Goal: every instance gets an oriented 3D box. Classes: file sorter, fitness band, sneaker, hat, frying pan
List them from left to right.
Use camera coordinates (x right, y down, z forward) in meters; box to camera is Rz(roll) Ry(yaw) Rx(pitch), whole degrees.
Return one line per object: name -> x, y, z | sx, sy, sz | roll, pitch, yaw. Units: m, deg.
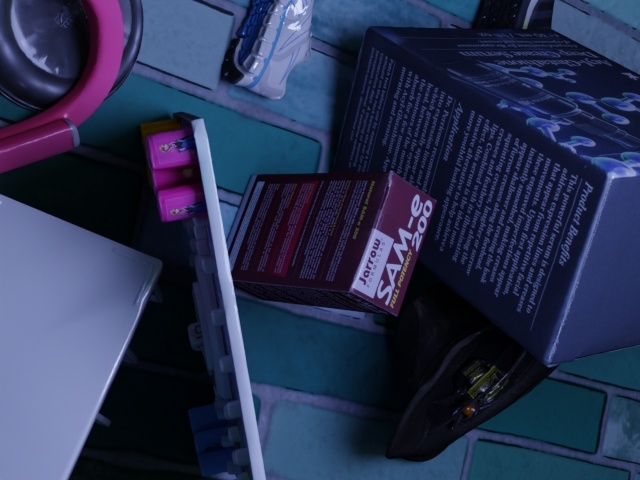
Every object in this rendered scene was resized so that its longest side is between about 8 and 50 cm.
fitness band -> -0.312, -0.161, 1.122 | 0.291, 0.054, 0.209 | -21, 125, -27
file sorter -> -0.278, 0.125, 1.109 | 0.193, 0.173, 0.277 | 22, 76, 3
frying pan -> -0.274, -0.280, 1.207 | 0.197, 0.053, 0.326 | -31, 113, -32
sneaker -> -0.036, -0.242, 1.379 | 0.083, 0.071, 0.190 | 31, 82, -40
hat -> 0.168, 0.122, 1.465 | 0.331, 0.331, 0.134 | -20, 61, -35
sneaker -> 0.257, -0.288, 1.597 | 0.097, 0.084, 0.234 | 39, 73, -48

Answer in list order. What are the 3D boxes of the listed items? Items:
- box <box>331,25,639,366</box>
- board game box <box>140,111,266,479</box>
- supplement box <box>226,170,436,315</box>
box -> 0.249, -0.070, 1.357 | 0.294, 0.395, 0.212 | -6, 122, -35
board game box -> -0.110, 0.079, 1.153 | 0.050, 0.390, 0.389 | -10, 98, -8
supplement box -> 0.000, 0.000, 1.300 | 0.073, 0.239, 0.130 | 28, 75, -35
